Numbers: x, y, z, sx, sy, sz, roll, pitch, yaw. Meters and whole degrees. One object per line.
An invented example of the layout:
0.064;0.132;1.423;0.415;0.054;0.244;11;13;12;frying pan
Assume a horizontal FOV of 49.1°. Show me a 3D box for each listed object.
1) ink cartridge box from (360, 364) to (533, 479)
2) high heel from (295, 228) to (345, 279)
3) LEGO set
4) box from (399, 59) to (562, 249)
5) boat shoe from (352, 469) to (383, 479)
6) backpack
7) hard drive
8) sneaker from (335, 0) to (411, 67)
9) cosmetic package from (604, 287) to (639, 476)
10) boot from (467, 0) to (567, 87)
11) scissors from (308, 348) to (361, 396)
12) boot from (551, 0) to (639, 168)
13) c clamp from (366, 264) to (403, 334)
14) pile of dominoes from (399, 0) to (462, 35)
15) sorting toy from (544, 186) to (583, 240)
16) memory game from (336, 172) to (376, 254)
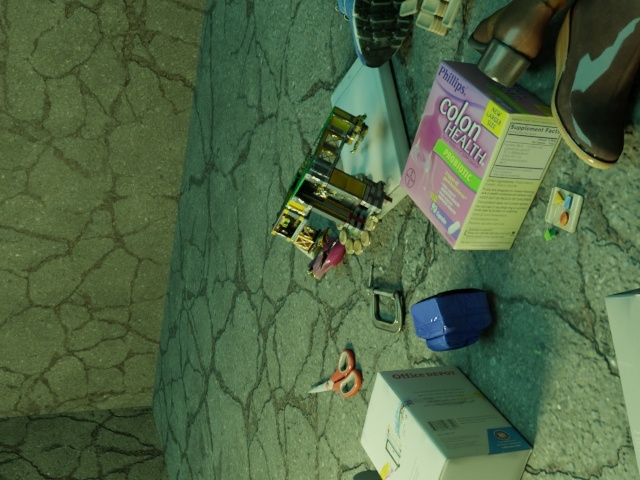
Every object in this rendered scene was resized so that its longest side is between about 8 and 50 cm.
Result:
0.202;0.350;1.199;0.232;0.171;0.168;-130;47;-56;ink cartridge box
0.000;0.000;1.801;0.117;0.082;0.244;-47;22;11;high heel
0.042;-0.100;1.488;0.331;0.192;0.255;-57;11;43;LEGO set
0.257;-0.141;1.162;0.213;0.117;0.243;-121;40;-49;box
0.141;0.564;1.400;0.306;0.113;0.105;-175;79;-68;boat shoe
0.231;0.135;1.208;0.098;0.120;0.101;-22;79;61;backpack
0.110;-0.232;1.572;0.233;0.047;0.353;134;131;-57;hard drive
0.109;-0.511;1.522;0.147;0.130;0.330;124;147;-65;sneaker
0.417;0.165;0.781;0.127;0.107;0.238;170;93;-67;cosmetic package
0.327;-0.381;1.020;0.280;0.096;0.264;-58;-2;27;boot
0.029;0.369;1.754;0.297;0.021;0.109;-54;43;49;scissors
0.384;-0.241;0.902;0.207;0.090;0.248;123;147;-61;boot
0.137;0.133;1.526;0.161;0.022;0.137;-162;75;-65;c clamp
0.248;-0.521;1.321;0.196;0.040;0.251;52;127;55;pile of dominoes
0.362;-0.035;1.055;0.062;0.012;0.083;-142;57;-60;sorting toy
0.077;-0.059;1.566;0.186;0.012;0.186;-179;90;-65;memory game
